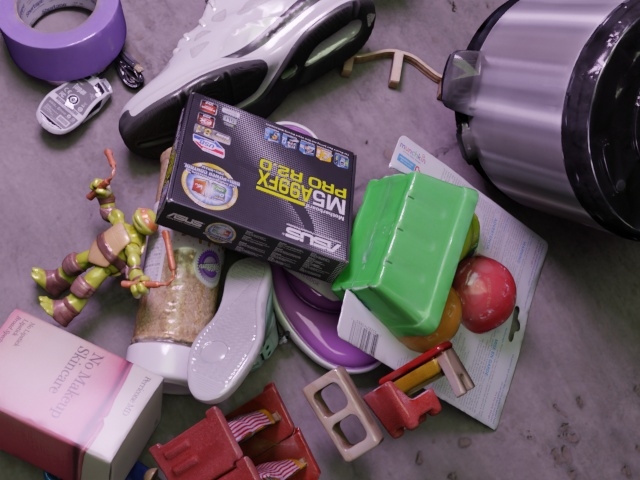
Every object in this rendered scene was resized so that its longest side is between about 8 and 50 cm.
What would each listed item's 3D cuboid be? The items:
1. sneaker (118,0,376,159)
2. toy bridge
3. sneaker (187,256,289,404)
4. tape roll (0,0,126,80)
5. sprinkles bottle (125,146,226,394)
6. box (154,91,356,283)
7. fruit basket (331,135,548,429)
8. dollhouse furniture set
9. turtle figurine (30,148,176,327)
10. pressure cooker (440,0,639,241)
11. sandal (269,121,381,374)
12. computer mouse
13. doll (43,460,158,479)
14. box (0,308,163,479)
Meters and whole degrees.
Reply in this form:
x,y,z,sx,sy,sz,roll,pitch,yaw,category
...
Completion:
x,y,z,sx,sy,sz,roll,pitch,yaw,category
-0.160,-0.319,1.703,0.447,0.169,0.257,-33,62,-14,sneaker
0.125,-0.286,1.783,0.188,0.026,0.063,13,67,-6,toy bridge
-0.107,0.161,1.501,0.094,0.151,0.256,3,41,15,sneaker
-0.399,-0.343,1.655,0.189,0.080,0.189,0,60,0,tape roll
-0.201,0.041,1.564,0.121,0.121,0.355,9,70,-7,sprinkles bottle
-0.084,-0.076,1.525,0.270,0.060,0.216,20,47,-15,box
0.186,0.067,1.600,0.353,0.165,0.327,35,65,-37,fruit basket
-0.006,0.231,1.407,0.374,0.201,0.152,-34,81,16,dollhouse furniture set
-0.309,0.011,1.535,0.217,0.087,0.269,-37,58,8,turtle figurine
0.404,-0.206,1.609,0.375,0.420,0.370,-41,115,-10,pressure cooker
-0.014,0.005,1.619,0.169,0.102,0.416,-18,76,-15,sandal
-0.367,-0.232,1.671,0.106,0.042,0.193,42,64,0,computer mouse
-0.323,0.308,1.492,0.189,0.046,0.129,21,70,4,doll
-0.347,0.220,1.442,0.232,0.127,0.148,23,52,7,box
